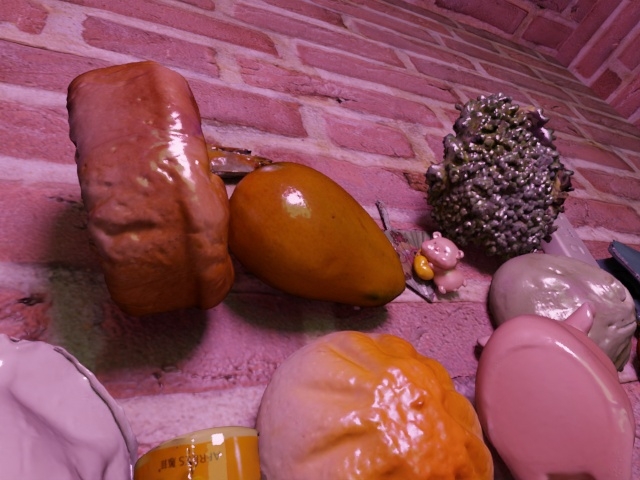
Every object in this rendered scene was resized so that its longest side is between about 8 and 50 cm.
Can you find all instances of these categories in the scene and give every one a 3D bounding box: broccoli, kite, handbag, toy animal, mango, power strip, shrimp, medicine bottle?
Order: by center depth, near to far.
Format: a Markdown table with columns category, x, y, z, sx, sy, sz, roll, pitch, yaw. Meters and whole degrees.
| category | x | y | z | sx | sy | sz | roll | pitch | yaw |
| --- | --- | --- | --- | --- | --- | --- | --- | --- | --- |
| medicine bottle | -0.091 | 0.296 | 0.363 | 0.124 | 0.124 | 0.239 | 1 | 50 | -28 |
| toy animal | 0.326 | 0.206 | 0.595 | 0.256 | 0.195 | 0.213 | 16 | 53 | -60 |
| mango | 0.000 | 0.000 | 0.661 | 0.317 | 0.173 | 0.211 | 30 | 24 | -27 |
| toy animal | 0.231 | 0.042 | 0.809 | 0.091 | 0.082 | 0.114 | -12 | 59 | -37 |
| shrimp | -0.191 | -0.159 | 0.815 | 0.217 | 0.051 | 0.115 | -1 | 48 | -26 |
| kite | 0.169 | 0.013 | 0.870 | 0.323 | 0.013 | 0.268 | 1 | 50 | -31 |
| broccoli | 0.385 | -0.138 | 0.925 | 0.334 | 0.324 | 0.272 | 25 | 26 | -15 |
| handbag | 0.838 | 0.141 | 1.033 | 0.274 | 0.100 | 0.269 | 19 | 31 | -8 |
| power strip | 0.613 | -0.017 | 1.110 | 0.098 | 0.058 | 0.338 | 12 | 45 | -19 |

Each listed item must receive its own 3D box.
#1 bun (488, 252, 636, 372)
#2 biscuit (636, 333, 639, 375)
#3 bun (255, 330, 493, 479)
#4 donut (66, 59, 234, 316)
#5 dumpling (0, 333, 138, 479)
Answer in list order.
| category | x | y | z | sx | sy | sz | roll | pitch | yaw |
| --- | --- | --- | --- | --- | --- | --- | --- | --- | --- |
| bun | 0.470 | 0.123 | 0.803 | 0.283 | 0.179 | 0.283 | 13 | 44 | -13 |
| biscuit | 0.741 | 0.249 | 0.866 | 0.192 | 0.049 | 0.192 | 1 | 78 | -3 |
| bun | 0.077 | 0.226 | 0.497 | 0.299 | 0.165 | 0.299 | 17 | 43 | -16 |
| donut | -0.208 | -0.064 | 0.541 | 0.150 | 0.299 | 0.317 | -11 | 30 | -20 |
| dumpling | -0.244 | 0.243 | 0.305 | 0.260 | 0.181 | 0.341 | 14 | 26 | -51 |
